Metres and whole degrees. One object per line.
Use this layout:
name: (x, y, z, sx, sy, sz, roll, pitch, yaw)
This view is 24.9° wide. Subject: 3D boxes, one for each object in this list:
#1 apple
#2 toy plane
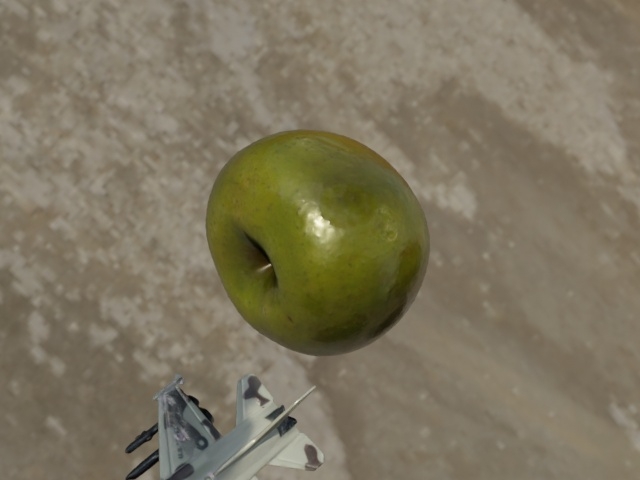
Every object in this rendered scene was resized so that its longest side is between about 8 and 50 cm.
apple: (0.000, 0.000, 1.221, 0.157, 0.196, 0.196, -26, 72, -26)
toy plane: (-0.095, 0.190, 1.091, 0.160, 0.234, 0.082, 49, -17, 8)
